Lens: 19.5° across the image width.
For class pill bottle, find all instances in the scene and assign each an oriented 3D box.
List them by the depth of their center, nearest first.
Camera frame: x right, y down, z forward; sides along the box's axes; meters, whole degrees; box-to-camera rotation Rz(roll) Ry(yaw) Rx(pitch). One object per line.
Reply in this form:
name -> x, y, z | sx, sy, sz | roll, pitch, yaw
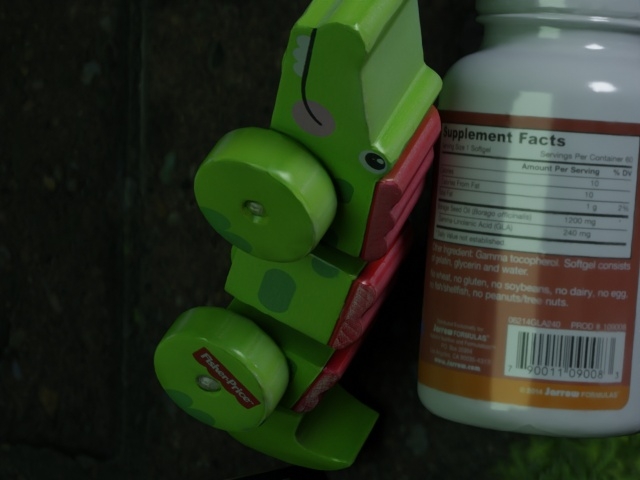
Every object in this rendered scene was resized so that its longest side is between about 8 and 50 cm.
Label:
pill bottle -> 0.113, -0.021, 0.888 | 0.121, 0.121, 0.216 | 7, 95, 37

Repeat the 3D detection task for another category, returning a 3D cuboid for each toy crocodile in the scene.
toy crocodile -> 0.000, 0.000, 0.904 | 0.105, 0.115, 0.340 | 26, 138, 9

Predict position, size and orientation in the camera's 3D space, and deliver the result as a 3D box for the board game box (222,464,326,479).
board game box -> -0.122, 0.184, 0.995 | 0.165, 0.243, 0.042 | -34, 72, 33
